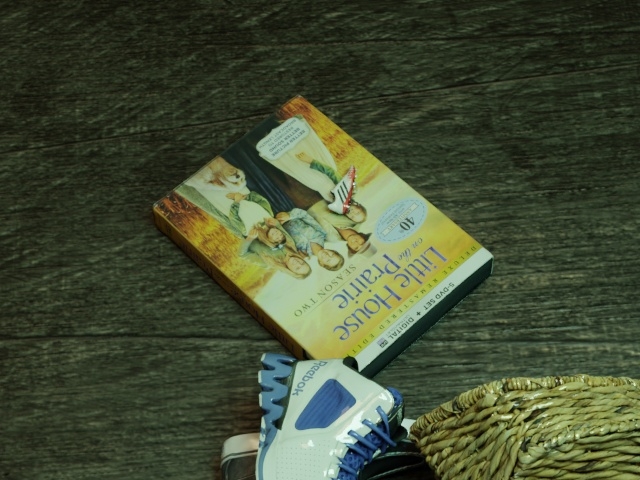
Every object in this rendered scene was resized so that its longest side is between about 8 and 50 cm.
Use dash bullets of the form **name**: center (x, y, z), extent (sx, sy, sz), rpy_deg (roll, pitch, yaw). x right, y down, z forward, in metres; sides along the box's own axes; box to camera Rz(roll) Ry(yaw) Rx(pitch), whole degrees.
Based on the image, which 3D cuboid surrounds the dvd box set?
- **dvd box set**: center (0.000, 0.000, 2.147), extent (0.307, 0.062, 0.420), rpy_deg (-39, 64, -19)

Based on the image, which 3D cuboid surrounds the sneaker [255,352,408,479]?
- **sneaker**: center (0.020, 0.259, 1.818), extent (0.182, 0.127, 0.315), rpy_deg (-11, 50, 9)

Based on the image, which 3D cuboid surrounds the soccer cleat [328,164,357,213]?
- **soccer cleat**: center (0.033, -0.077, 2.141), extent (0.035, 0.029, 0.083), rpy_deg (11, 64, 5)

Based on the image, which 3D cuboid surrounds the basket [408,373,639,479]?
- **basket**: center (0.297, 0.238, 1.808), extent (0.299, 0.213, 0.223), rpy_deg (5, 32, -28)

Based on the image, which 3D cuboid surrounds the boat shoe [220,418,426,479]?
- **boat shoe**: center (0.016, 0.305, 1.931), extent (0.301, 0.108, 0.102), rpy_deg (-5, 58, 2)
